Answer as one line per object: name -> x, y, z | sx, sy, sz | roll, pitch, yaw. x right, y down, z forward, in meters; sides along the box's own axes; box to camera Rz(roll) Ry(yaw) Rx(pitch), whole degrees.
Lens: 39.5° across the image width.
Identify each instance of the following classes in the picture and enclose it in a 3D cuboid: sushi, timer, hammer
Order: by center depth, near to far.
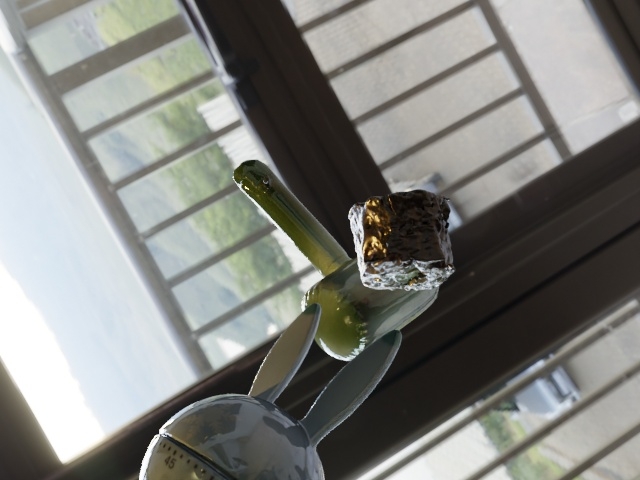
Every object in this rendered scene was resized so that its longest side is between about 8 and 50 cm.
timer -> -0.041, 0.189, 0.791 | 0.175, 0.255, 0.175 | 31, 137, 34
sushi -> 0.077, 0.003, 0.840 | 0.098, 0.094, 0.084 | 120, 145, -65
hammer -> 0.000, 0.000, 1.253 | 0.335, 0.206, 0.119 | 47, 138, 14
